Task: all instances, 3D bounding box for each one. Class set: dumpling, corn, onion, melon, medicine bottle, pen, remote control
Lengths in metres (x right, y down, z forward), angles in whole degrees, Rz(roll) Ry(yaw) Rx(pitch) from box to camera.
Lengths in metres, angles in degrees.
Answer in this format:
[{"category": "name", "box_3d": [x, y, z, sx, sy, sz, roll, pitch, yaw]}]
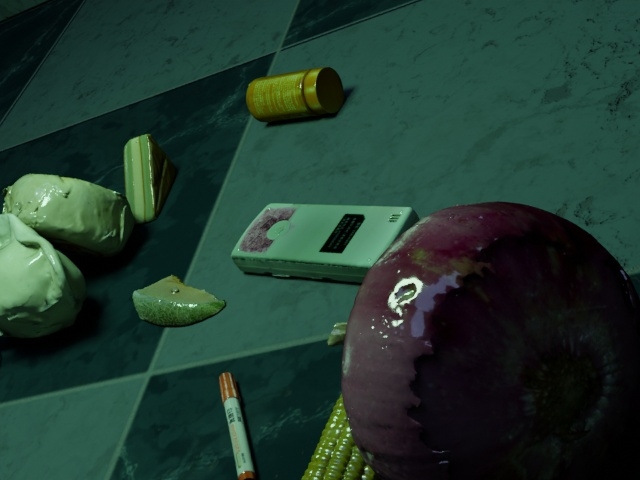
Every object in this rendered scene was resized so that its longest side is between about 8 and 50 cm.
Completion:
[{"category": "dumpling", "box_3d": [-0.555, 0.063, 1.982, 0.318, 0.187, 0.243, -29, 72, 38]}, {"category": "corn", "box_3d": [0.054, 0.270, 1.298, 0.131, 0.131, 0.344, -7, 40, 34]}, {"category": "onion", "box_3d": [0.190, 0.129, 1.165, 0.358, 0.358, 0.345, -31, 16, 3]}, {"category": "melon", "box_3d": [-0.250, 0.111, 1.846, 0.098, 0.054, 0.182, -33, 30, -28]}, {"category": "medicine bottle", "box_3d": [-0.054, -0.299, 2.151, 0.191, 0.096, 0.096, -2, 44, 38]}, {"category": "pen", "box_3d": [-0.122, 0.275, 1.530, 0.028, 0.028, 0.239, -30, 34, 6]}, {"category": "remote control", "box_3d": [0.000, 0.001, 1.758, 0.344, 0.050, 0.145, 4, 48, 44]}]

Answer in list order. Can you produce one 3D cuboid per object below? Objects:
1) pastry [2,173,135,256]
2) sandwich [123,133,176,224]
[{"category": "pastry", "box_3d": [-0.503, -0.050, 2.084, 0.264, 0.264, 0.133, 4, 74, 43]}, {"category": "sandwich", "box_3d": [-0.380, -0.127, 2.189, 0.079, 0.113, 0.163, -14, 38, 27]}]
